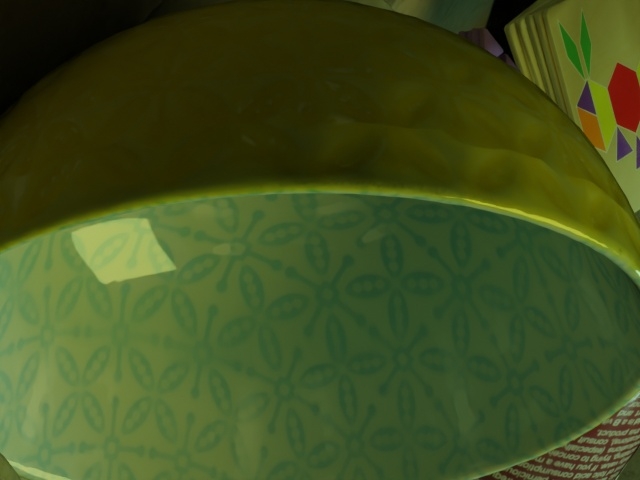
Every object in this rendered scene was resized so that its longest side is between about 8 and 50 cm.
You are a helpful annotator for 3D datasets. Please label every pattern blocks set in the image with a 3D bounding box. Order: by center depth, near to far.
[{"bbox_3d":[0.179,-0.092,1.043,0.325,0.026,0.285,-17,97,-50],"label":"pattern blocks set"}]

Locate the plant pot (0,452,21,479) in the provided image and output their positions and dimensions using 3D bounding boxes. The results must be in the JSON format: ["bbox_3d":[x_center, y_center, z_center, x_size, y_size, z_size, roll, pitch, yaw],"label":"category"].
[{"bbox_3d":[-0.202,0.165,0.497,0.256,0.256,0.274,91,23,-64],"label":"plant pot"}]

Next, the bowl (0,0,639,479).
[{"bbox_3d":[-0.017,-0.014,0.690,0.289,0.289,0.156,95,-8,-61],"label":"bowl"}]

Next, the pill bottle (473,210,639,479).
[{"bbox_3d":[0.152,0.082,1.297,0.224,0.224,0.392,-30,153,-55],"label":"pill bottle"}]
